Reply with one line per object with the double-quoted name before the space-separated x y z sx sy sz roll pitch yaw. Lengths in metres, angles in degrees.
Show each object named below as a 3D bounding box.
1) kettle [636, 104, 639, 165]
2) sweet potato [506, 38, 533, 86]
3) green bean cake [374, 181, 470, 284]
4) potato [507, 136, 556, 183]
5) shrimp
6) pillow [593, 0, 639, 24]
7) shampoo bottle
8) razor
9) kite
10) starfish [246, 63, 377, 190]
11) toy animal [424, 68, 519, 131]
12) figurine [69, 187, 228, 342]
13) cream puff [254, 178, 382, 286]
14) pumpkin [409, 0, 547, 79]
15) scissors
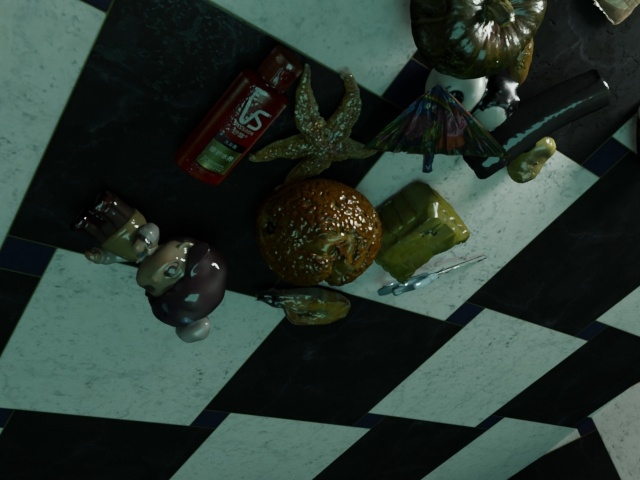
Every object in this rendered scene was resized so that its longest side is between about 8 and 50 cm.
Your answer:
"kettle" 0.902 -0.273 1.488 0.202 0.144 0.232 -51 144 -12
"sweet potato" 0.416 -0.418 1.203 0.068 0.060 0.206 -47 143 -27
"green bean cake" 0.246 -0.009 1.498 0.236 0.124 0.233 -38 134 17
"potato" 0.524 -0.206 1.441 0.091 0.070 0.138 16 125 -26
"shrimp" -0.057 0.191 1.635 0.317 0.062 0.164 12 131 -33
"pillow" 0.597 -0.535 1.166 0.211 0.034 0.135 18 126 -32
"shampoo bottle" -0.159 -0.244 1.147 0.118 0.076 0.314 29 118 -35
"razor" 0.475 -0.261 1.301 0.327 0.107 0.189 -32 180 13
"kite" 0.243 -0.231 1.199 0.321 0.016 0.234 4 136 8
"starfish" -0.015 -0.216 1.242 0.302 0.060 0.299 -36 137 17
"toy animal" 0.304 -0.303 1.212 0.179 0.138 0.166 8 157 -17
"figurine" -0.359 0.049 1.274 0.218 0.206 0.365 -46 131 6
"cream puff" 0.000 0.000 1.344 0.303 0.212 0.303 -9 142 -7
"pumpkin" 0.287 -0.415 1.030 0.260 0.189 0.260 -6 116 -13
"scissors" 0.340 0.099 1.664 0.360 0.029 0.191 -15 179 -21
